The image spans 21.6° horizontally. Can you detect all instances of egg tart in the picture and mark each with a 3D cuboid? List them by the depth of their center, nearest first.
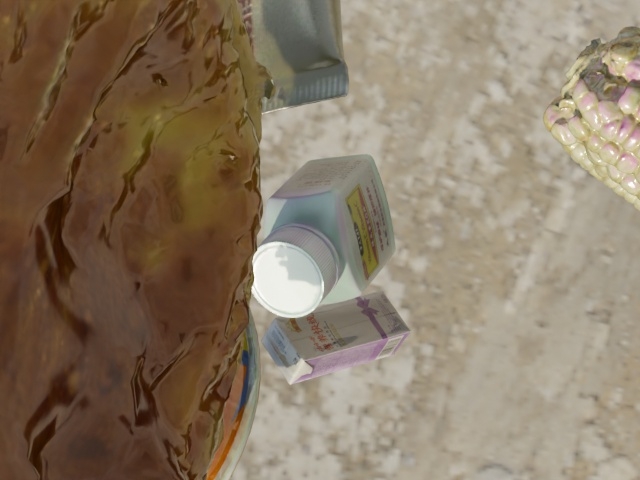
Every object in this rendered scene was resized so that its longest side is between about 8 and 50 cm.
[{"bbox_3d":[-0.172,0.032,0.734,0.178,0.443,0.443,11,87,21],"label":"egg tart"}]

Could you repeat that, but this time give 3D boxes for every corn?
[{"bbox_3d":[0.340,-0.042,1.407,0.335,0.126,0.126,42,114,3],"label":"corn"}]

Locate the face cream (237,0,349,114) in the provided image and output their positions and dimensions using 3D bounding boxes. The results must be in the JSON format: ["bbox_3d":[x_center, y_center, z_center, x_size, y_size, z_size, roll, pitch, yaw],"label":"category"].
[{"bbox_3d":[-0.038,-0.227,1.101,0.137,0.084,0.341,-10,61,23],"label":"face cream"}]

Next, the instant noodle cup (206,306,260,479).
[{"bbox_3d":[-0.210,0.087,1.221,0.296,0.214,0.296,-5,74,16],"label":"instant noodle cup"}]

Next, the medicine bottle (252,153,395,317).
[{"bbox_3d":[0.000,0.000,1.048,0.055,0.118,0.074,-4,111,25],"label":"medicine bottle"}]

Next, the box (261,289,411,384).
[{"bbox_3d":[0.013,0.079,1.379,0.050,0.117,0.036,57,139,28],"label":"box"}]
